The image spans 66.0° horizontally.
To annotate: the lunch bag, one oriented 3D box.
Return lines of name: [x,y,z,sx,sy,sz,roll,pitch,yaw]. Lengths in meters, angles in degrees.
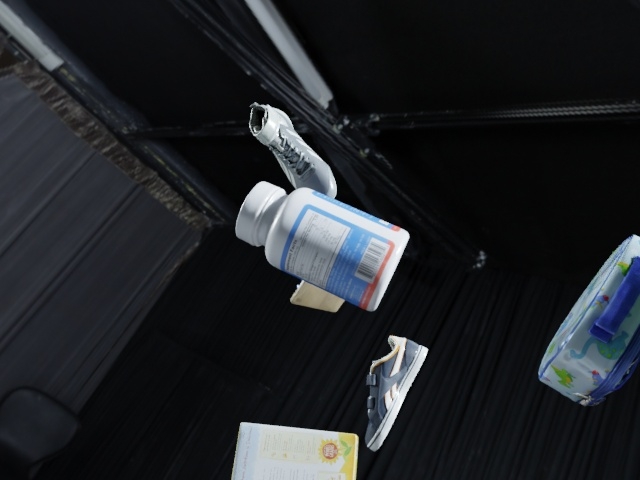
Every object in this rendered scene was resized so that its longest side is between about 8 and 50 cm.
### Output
lunch bag: [0.388,0.110,0.665,0.090,0.219,0.176,32,-19,26]

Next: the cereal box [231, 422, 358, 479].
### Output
cereal box: [-0.052,0.457,0.961,0.240,0.172,0.047,2,-24,12]

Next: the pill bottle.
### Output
pill bottle: [0.000,0.000,0.694,0.222,0.124,0.124,25,-22,10]

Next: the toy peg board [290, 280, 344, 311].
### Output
toy peg board: [0.009,0.117,1.451,0.161,0.161,0.079,17,30,-31]

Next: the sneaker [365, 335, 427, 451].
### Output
sneaker: [0.182,0.425,1.407,0.128,0.321,0.126,27,-19,11]

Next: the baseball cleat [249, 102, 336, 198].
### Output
baseball cleat: [-0.056,-0.143,0.818,0.205,0.072,0.109,52,19,19]
